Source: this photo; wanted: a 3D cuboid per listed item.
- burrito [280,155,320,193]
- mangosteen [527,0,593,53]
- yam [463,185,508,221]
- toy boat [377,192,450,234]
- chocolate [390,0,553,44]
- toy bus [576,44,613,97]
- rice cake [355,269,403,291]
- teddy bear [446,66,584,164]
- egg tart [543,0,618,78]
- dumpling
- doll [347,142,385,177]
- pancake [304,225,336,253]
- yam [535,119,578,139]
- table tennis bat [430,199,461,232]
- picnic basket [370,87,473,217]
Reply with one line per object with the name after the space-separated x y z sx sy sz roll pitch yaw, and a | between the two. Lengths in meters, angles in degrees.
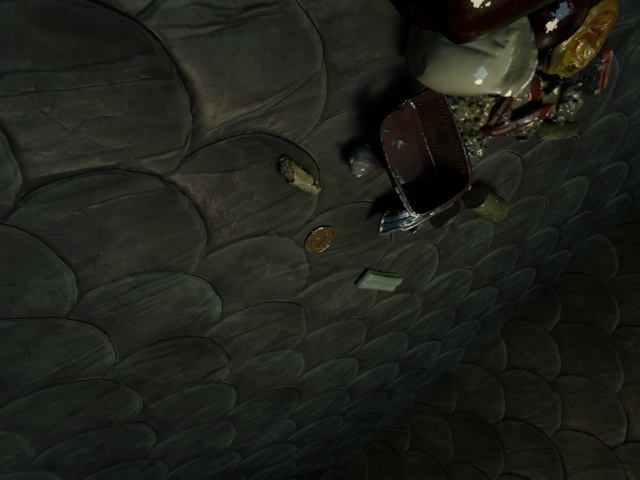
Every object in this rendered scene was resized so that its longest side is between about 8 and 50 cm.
-0.051 -0.157 1.124 0.041 0.055 0.149 -18 155 28 | burrito
0.440 -0.530 0.986 0.288 0.232 0.232 0 133 -13 | mangosteen
0.600 -0.134 1.637 0.194 0.107 0.107 15 120 -46 | yam
0.308 -0.100 1.414 0.309 0.129 0.143 -29 133 -13 | toy boat
0.270 -0.504 0.743 0.331 0.384 0.383 -42 144 8 | chocolate
0.885 -0.549 1.444 0.077 0.079 0.174 -44 144 -5 | toy bus
0.227 0.156 1.705 0.221 0.042 0.080 11 121 -47 | rice cake
0.450 -0.322 1.227 0.356 0.225 0.368 10 127 -22 | teddy bear
0.704 -0.561 1.242 0.240 0.106 0.241 -27 150 -17 | egg tart
0.321 -0.425 0.967 0.243 0.175 0.227 12 114 -7 | dumpling
0.126 -0.212 1.192 0.180 0.079 0.094 -12 124 -49 | doll
-0.001 -0.001 1.368 0.114 0.011 0.115 -21 140 -19 | pancake
0.833 -0.389 1.580 0.169 0.068 0.068 -14 138 -29 | yam
0.469 -0.086 1.656 0.130 0.019 0.220 -40 143 6 | table tennis bat
0.243 -0.220 1.147 0.222 0.129 0.297 -32 113 -9 | picnic basket
